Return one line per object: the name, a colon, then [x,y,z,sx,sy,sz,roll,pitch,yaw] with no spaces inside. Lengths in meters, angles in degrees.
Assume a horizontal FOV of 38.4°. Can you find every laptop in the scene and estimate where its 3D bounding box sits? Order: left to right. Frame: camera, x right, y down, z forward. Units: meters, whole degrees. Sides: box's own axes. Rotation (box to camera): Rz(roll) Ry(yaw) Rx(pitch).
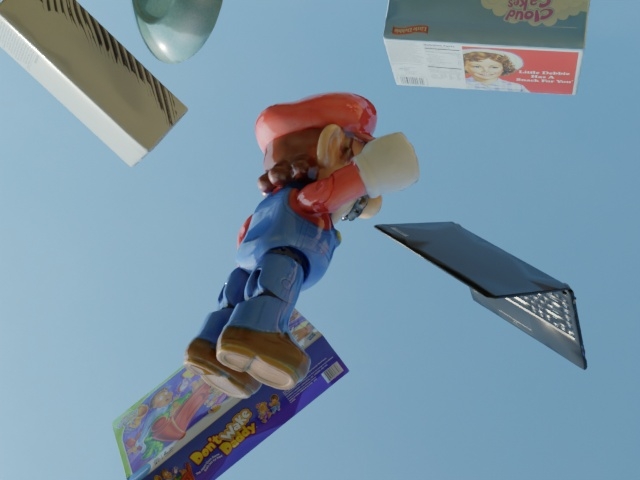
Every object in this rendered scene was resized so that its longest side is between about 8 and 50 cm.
laptop: [0.228,0.080,1.292,0.136,0.264,0.234,-37,-138,-17]

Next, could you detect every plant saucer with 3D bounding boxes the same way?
plant saucer: [-0.191,-0.320,1.147,0.037,0.195,0.195,0,-136,-44]

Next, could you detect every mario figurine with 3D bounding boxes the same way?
mario figurine: [0.000,0.000,0.884,0.198,0.170,0.321,7,-119,26]

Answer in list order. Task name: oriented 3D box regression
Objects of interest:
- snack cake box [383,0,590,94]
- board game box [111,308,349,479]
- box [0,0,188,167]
snack cake box: [0.228,-0.276,1.268,0.264,0.152,0.089,6,-104,13]
board game box: [-0.148,0.243,1.414,0.347,0.078,0.233,-38,-158,-8]
box: [-0.325,-0.236,1.288,0.275,0.113,0.094,44,-112,-14]
